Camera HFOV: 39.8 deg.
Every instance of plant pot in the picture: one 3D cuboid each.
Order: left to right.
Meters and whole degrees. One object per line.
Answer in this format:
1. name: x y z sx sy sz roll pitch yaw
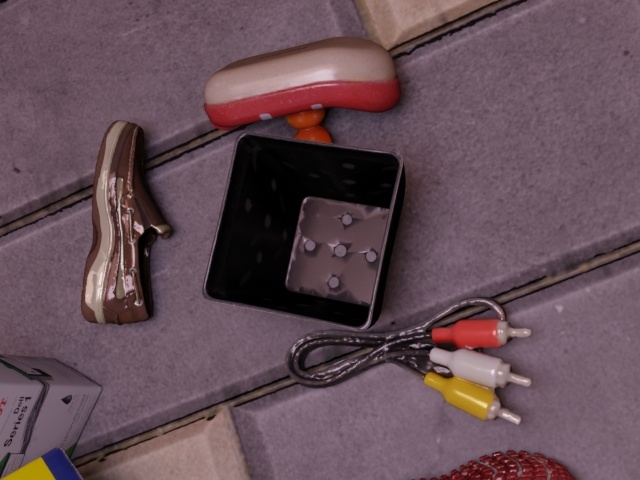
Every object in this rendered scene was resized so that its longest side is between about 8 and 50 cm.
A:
1. plant pot: 0.000 0.000 0.994 0.188 0.167 0.187 10 83 17

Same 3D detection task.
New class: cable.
1. cable: 0.097 0.118 0.995 0.287 0.072 0.139 6 77 17

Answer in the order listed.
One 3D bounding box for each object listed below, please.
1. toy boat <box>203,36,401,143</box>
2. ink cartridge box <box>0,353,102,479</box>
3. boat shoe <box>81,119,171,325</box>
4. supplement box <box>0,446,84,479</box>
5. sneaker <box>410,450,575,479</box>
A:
1. toy boat: -0.016 -0.153 1.056 0.231 0.151 0.151 -10 108 15
2. ink cartridge box: -0.378 0.221 1.037 0.093 0.219 0.160 24 88 19
3. boat shoe: -0.233 -0.021 1.114 0.095 0.095 0.257 5 88 3
4. supplement box: -0.388 0.416 0.926 0.357 0.194 0.195 -28 69 -33
5. sneaker: 0.166 0.293 0.950 0.225 0.088 0.092 -20 96 12
